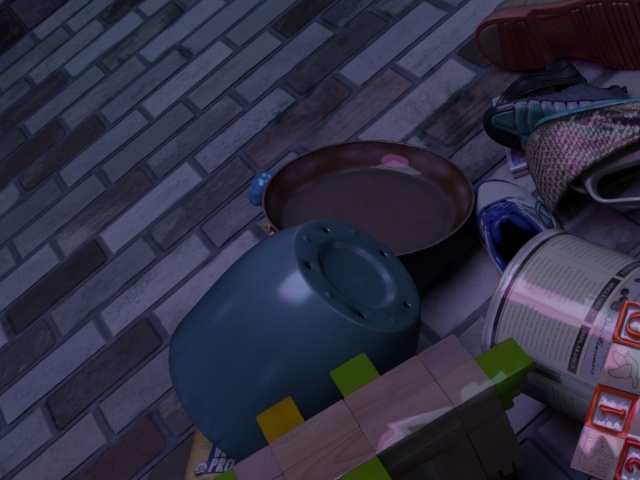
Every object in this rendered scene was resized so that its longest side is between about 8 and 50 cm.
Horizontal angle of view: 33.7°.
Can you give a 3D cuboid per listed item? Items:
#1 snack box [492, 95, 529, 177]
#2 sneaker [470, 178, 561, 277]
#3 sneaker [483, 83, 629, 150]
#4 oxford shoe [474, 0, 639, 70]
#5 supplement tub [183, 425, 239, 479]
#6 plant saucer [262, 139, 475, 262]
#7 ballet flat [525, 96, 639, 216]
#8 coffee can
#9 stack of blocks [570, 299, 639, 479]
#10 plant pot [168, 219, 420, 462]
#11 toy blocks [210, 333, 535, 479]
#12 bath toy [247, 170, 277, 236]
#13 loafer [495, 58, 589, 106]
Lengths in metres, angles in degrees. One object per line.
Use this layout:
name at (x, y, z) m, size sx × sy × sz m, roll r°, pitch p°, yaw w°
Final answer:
snack box at (0.315, -0.173, 1.656) m, size 0.064 × 0.022 × 0.178 m, roll -20°, pitch 42°, yaw 16°
sneaker at (0.272, -0.013, 1.449) m, size 0.112 × 0.131 × 0.296 m, roll -32°, pitch 38°, yaw 8°
sneaker at (0.356, -0.192, 1.589) m, size 0.224 × 0.083 × 0.098 m, roll -1°, pitch 36°, yaw 7°
oxford shoe at (0.440, -0.363, 1.665) m, size 0.397 × 0.140 × 0.146 m, roll 8°, pitch 49°, yaw 38°
supplement tub at (-0.106, 0.302, 1.403) m, size 0.144 × 0.144 × 0.199 m, roll -14°, pitch 45°, yaw 25°
plant saucer at (0.070, -0.051, 1.558) m, size 0.311 × 0.050 × 0.310 m, roll -3°, pitch 37°, yaw 2°
ballet flat at (0.512, -0.144, 1.409) m, size 0.483 × 0.164 × 0.182 m, roll -20°, pitch 64°, yaw 25°
coffee can at (0.349, 0.122, 1.179) m, size 0.275 × 0.201 × 0.201 m, roll 24°, pitch 68°, yaw 38°
stack of blocks at (0.327, 0.221, 0.972) m, size 0.171 × 0.087 × 0.297 m, roll 14°, pitch 82°, yaw 38°
plant pot at (-0.012, 0.115, 1.340) m, size 0.235 × 0.293 × 0.293 m, roll -54°, pitch 29°, yaw 33°
toy blocks at (0.089, 0.289, 1.208) m, size 0.381 × 0.261 × 0.191 m, roll -31°, pitch 37°, yaw -4°
bath toy at (0.000, 0.000, 1.636) m, size 0.151 × 0.129 × 0.348 m, roll -65°, pitch 34°, yaw 20°
loafer at (0.342, -0.225, 1.633) m, size 0.170 × 0.062 × 0.061 m, roll -31°, pitch 54°, yaw -20°
